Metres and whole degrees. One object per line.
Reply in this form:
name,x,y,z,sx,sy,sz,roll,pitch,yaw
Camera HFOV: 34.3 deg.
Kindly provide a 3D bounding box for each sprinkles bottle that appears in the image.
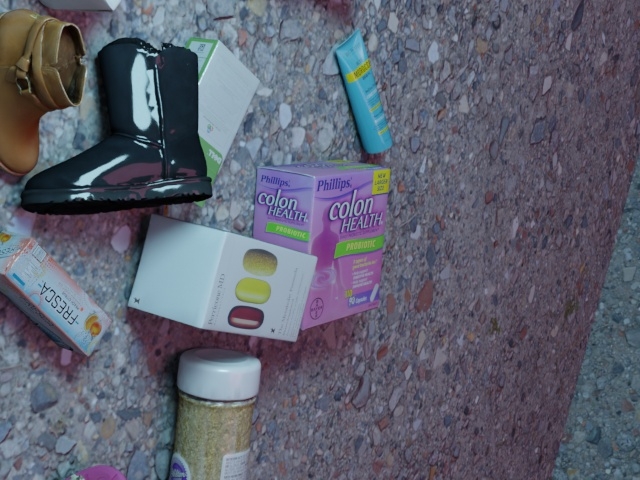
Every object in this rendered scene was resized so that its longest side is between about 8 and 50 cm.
sprinkles bottle,-0.165,0.343,1.540,0.121,0.121,0.355,-4,103,-54

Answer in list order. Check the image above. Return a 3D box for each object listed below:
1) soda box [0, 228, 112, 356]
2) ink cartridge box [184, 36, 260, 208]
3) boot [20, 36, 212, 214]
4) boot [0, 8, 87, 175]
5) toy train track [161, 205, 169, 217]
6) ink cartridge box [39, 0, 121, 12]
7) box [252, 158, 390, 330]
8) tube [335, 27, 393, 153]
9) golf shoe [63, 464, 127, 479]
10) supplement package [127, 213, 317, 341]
soda box,-0.336,0.066,1.269,0.058,0.063,0.183,-59,140,-25
ink cartridge box,-0.172,-0.162,1.432,0.109,0.062,0.209,41,67,-51
boot,-0.259,-0.142,1.293,0.246,0.094,0.207,-7,83,-24
boot,-0.316,-0.156,1.153,0.073,0.152,0.197,-34,126,-45
toy train track,-0.220,-0.032,1.443,0.048,0.014,0.083,-15,116,-56
ink cartridge box,-0.253,-0.430,1.190,0.283,0.117,0.207,-61,142,-23
box,0.000,0.000,1.675,0.213,0.117,0.243,-10,107,-53
tube,0.073,-0.250,1.771,0.080,0.052,0.207,-52,132,-46
golf shoe,-0.347,0.434,1.341,0.306,0.115,0.140,-53,149,-21
supplement package,-0.133,0.058,1.475,0.244,0.134,0.139,16,87,-59
